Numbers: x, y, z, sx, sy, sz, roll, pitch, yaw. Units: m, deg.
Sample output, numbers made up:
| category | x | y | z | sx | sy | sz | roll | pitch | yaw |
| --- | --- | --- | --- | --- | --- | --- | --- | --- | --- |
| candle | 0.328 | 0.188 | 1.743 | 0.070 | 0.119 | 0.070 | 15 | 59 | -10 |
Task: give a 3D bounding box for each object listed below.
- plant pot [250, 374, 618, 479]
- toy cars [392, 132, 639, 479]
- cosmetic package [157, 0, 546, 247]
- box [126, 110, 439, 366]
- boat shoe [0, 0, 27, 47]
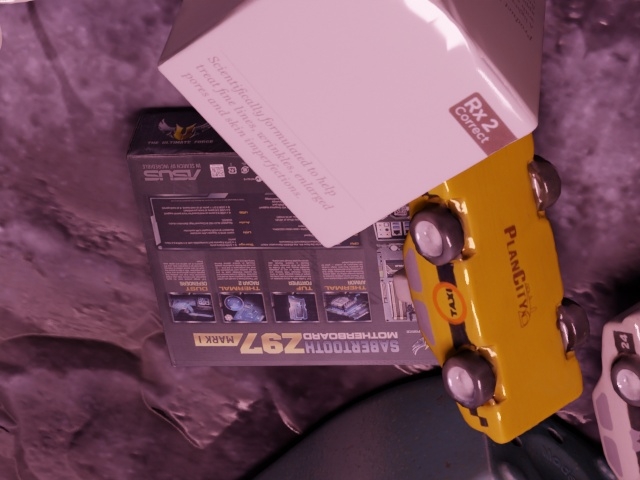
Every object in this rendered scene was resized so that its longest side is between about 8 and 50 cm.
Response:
| category | x | y | z | sx | sy | sz | roll | pitch | yaw |
| --- | --- | --- | --- | --- | --- | --- | --- | --- | --- |
| plant pot | 0.091 | 0.242 | 1.235 | 0.248 | 0.247 | 0.252 | 36 | 112 | -16 |
| toy cars | 0.161 | 0.069 | 1.129 | 0.393 | 0.176 | 0.087 | 36 | 162 | -37 |
| cosmetic package | 0.026 | -0.129 | 0.989 | 0.151 | 0.184 | 0.151 | -31 | 116 | 28 |
| box | 0.000 | 0.000 | 1.170 | 0.232 | 0.059 | 0.183 | -1 | 126 | 10 |
| boat shoe | -0.239 | -0.174 | 1.020 | 0.367 | 0.156 | 0.136 | -9 | 125 | 17 |
